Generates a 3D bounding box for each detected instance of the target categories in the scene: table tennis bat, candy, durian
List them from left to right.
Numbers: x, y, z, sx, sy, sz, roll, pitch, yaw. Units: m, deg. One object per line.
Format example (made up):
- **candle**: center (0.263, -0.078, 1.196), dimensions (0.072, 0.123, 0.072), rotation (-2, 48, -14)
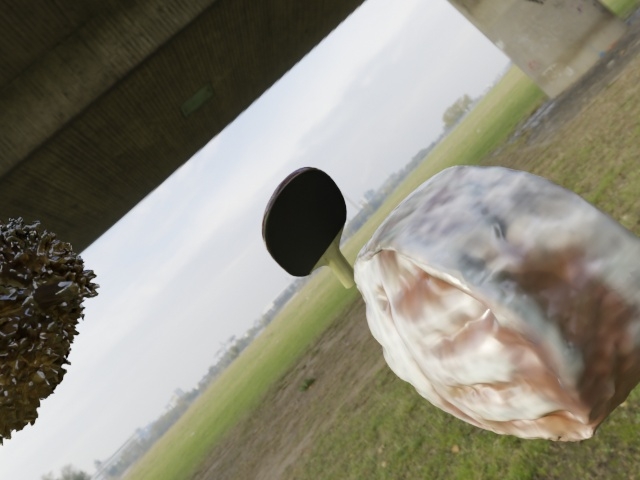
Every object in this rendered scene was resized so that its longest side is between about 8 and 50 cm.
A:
- **durian**: center (-0.253, 0.063, 0.368), dimensions (0.196, 0.196, 0.167), rotation (-46, -45, -13)
- **table tennis bat**: center (0.000, 0.000, 0.453), dimensions (0.087, 0.013, 0.156), rotation (-55, -39, -16)
- **candy**: center (0.129, 0.058, 0.421), dimensions (0.157, 0.214, 0.289), rotation (-45, -6, -12)
